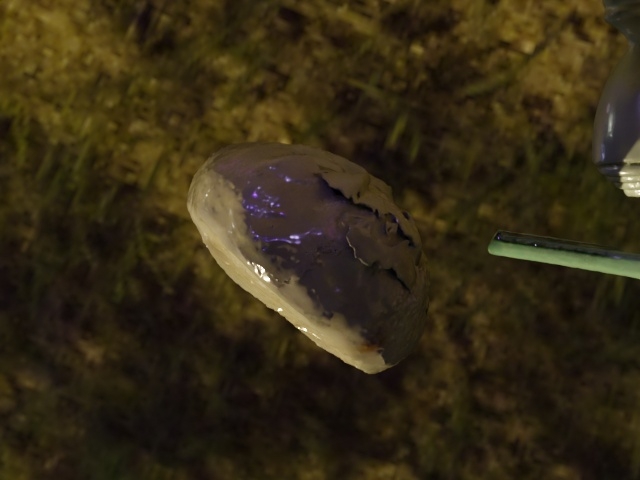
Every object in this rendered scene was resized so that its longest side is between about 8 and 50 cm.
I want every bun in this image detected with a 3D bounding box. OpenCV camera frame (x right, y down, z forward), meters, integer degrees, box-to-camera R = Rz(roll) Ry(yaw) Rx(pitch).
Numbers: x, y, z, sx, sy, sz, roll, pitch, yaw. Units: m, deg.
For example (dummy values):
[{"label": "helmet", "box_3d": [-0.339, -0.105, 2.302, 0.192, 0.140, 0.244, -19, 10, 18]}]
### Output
[{"label": "bun", "box_3d": [0.000, 0.000, 1.283, 0.239, 0.141, 0.239, 38, 174, 5]}]

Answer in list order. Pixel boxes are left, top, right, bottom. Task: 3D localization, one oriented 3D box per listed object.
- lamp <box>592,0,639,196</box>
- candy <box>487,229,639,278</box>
[{"label": "lamp", "box_3d": [0.263, -0.124, 1.232, 0.106, 0.193, 0.106, -9, -176, 1]}, {"label": "candy", "box_3d": [0.261, 0.029, 0.903, 0.335, 0.092, 0.093, 9, 140, 19]}]
